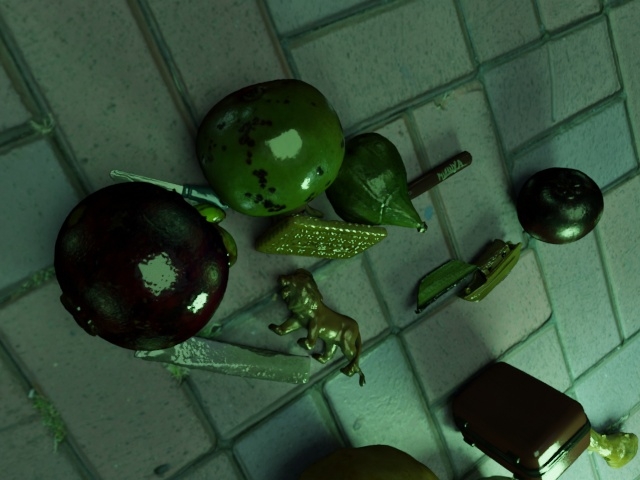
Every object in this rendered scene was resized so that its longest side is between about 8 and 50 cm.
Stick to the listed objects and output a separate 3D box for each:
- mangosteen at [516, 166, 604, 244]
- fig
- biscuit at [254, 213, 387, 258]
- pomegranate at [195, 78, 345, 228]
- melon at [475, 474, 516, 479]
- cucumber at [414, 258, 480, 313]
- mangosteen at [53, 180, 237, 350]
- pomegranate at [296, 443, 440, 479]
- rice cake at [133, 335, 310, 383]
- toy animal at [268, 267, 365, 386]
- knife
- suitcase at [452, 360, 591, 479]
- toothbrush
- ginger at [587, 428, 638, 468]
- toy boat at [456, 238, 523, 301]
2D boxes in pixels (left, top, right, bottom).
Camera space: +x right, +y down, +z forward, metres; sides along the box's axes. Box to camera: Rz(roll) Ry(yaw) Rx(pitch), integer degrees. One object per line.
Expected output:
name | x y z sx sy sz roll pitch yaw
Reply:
mangosteen | 0.627 -0.085 1.570 0.216 0.216 0.216 -3 98 -27
fig | 0.137 -0.107 1.273 0.203 0.235 0.203 -43 154 -27
biscuit | 0.000 0.000 1.259 0.255 0.172 0.029 7 66 -31
pomegranate | -0.092 -0.144 1.146 0.291 0.291 0.323 -15 110 -25
melon | 0.474 0.783 1.548 0.269 0.268 0.330 21 79 -28
cucumber | 0.301 0.111 1.496 0.220 0.070 0.046 -31 148 -22
mangosteen | -0.289 0.023 1.052 0.359 0.306 0.306 -45 114 -27
pomegranate | 0.108 0.652 1.300 0.412 0.411 0.411 -3 98 -27
rice cake | -0.198 0.248 1.253 0.399 0.064 0.070 17 79 -28
toy animal | 0.006 0.187 1.336 0.312 0.097 0.157 38 73 -27
knife | -0.297 -0.096 1.183 0.244 0.032 0.058 7 100 -23
suitcase | 0.511 0.466 1.513 0.236 0.297 0.161 -34 118 -19
toothbrush | 0.234 -0.127 1.443 0.364 0.041 0.041 -31 109 -20
ginger | 0.894 0.626 1.850 0.294 0.086 0.131 33 103 -22
toy boat | 0.445 0.075 1.563 0.226 0.068 0.088 -42 108 -14
